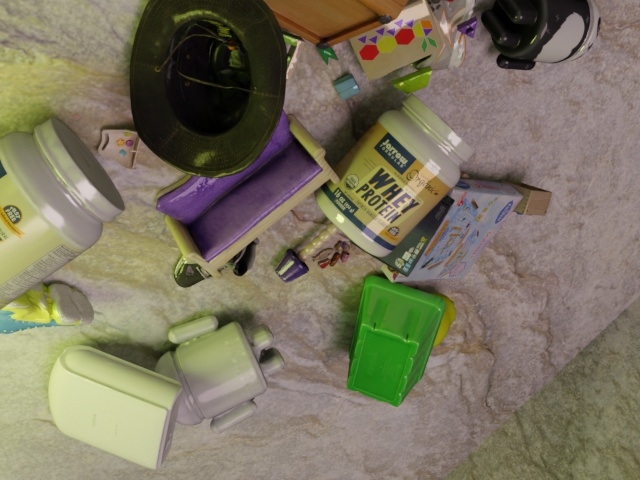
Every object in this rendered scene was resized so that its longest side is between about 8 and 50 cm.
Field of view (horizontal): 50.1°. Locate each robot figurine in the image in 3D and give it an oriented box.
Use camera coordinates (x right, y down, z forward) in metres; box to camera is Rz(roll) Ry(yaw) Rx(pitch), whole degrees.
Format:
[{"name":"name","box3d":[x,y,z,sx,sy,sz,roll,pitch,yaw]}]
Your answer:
[{"name":"robot figurine","box3d":[-0.273,0.337,1.738,0.353,0.200,0.300,-25,97,-9]},{"name":"robot figurine","box3d":[0.495,-0.484,1.528,0.278,0.209,0.174,-4,94,-32]}]

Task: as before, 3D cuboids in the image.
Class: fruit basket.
[{"name":"fruit basket","box3d":[0.246,0.261,2.056,0.392,0.282,0.392,18,90,-79]}]

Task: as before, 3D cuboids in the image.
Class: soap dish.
[{"name":"soap dish","box3d":[-0.011,-0.445,1.170,0.290,0.228,0.118,16,75,-43]}]

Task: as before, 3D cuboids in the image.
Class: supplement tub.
[{"name":"supplement tub","box3d":[-0.531,-0.038,1.180,0.324,0.235,0.235,-35,140,-2]},{"name":"supplement tub","box3d":[0.165,-0.145,1.528,0.316,0.228,0.228,-48,139,13]}]

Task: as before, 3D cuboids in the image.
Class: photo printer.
[{"name":"photo printer","box3d":[-0.489,0.386,1.604,0.307,0.107,0.256,21,126,3]}]

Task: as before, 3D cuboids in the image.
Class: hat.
[{"name":"hat","box3d":[-0.177,-0.279,1.189,0.331,0.331,0.134,-55,171,21]}]

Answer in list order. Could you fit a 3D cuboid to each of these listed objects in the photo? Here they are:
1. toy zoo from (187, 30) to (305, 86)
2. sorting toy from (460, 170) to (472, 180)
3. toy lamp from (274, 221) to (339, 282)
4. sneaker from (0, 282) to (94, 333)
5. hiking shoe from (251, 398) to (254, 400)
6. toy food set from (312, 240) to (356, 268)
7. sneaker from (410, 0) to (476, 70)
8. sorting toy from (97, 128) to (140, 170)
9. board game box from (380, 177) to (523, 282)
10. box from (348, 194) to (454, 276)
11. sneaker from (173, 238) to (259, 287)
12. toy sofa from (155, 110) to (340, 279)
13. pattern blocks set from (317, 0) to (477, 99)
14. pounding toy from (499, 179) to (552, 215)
[{"name":"toy zoo","box3d":[-0.193,-0.330,1.279,0.293,0.030,0.192,9,122,-31]},{"name":"sorting toy","box3d":[0.354,-0.126,1.862,0.132,0.046,0.274,-46,144,11]},{"name":"toy lamp","box3d":[0.000,0.000,1.714,0.274,0.080,0.080,-41,140,6]},{"name":"sneaker","box3d":[-0.603,0.146,1.437,0.126,0.091,0.240,-33,144,25]},{"name":"hiking shoe","box3d":[-0.236,0.389,1.927,0.114,0.086,0.227,8,116,-26]},{"name":"toy food set","box3d":[0.042,0.042,1.826,0.122,0.019,0.078,-30,139,-7]},{"name":"sneaker","box3d":[0.246,-0.465,1.437,0.121,0.099,0.263,-18,135,-14]},{"name":"sorting toy","box3d":[-0.381,-0.183,1.302,0.075,0.045,0.083,5,125,-30]},{"name":"board game box","box3d":[0.362,-0.024,1.885,0.317,0.066,0.319,2,130,-42]},{"name":"box","box3d":[0.202,-0.049,1.735,0.233,0.183,0.059,-62,170,27]},{"name":"sneaker","box3d":[-0.231,0.052,1.556,0.228,0.132,0.086,-43,139,7]},{"name":"toy sofa","box3d":[-0.157,-0.104,1.448,0.362,0.150,0.177,-39,140,2]},{"name":"pattern blocks set","box3d":[0.158,-0.414,1.398,0.324,0.026,0.285,-16,141,7]},{"name":"pounding toy","box3d":[0.575,-0.113,1.985,0.130,0.141,0.100,1,108,-41]}]
